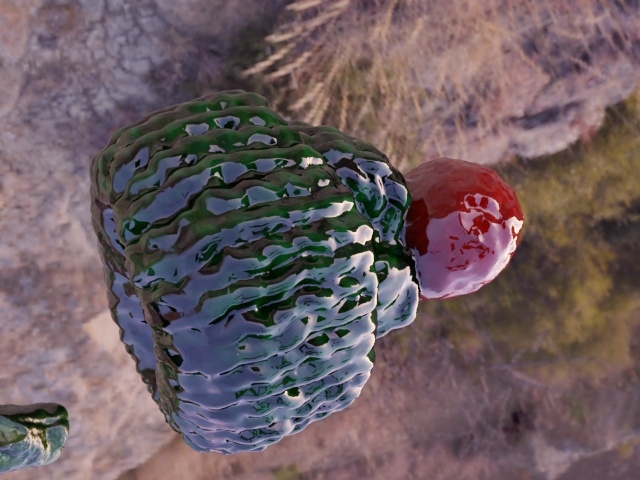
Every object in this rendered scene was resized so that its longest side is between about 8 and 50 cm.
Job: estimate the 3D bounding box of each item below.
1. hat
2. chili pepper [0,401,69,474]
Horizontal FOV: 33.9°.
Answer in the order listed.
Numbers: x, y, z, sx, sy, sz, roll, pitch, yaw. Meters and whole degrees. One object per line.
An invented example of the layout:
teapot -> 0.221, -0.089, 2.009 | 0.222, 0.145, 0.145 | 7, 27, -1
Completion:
hat -> 0.000, 0.000, 0.823 | 0.332, 0.242, 0.274 | -20, 144, -21
chili pepper -> -0.253, 0.118, 0.669 | 0.182, 0.050, 0.073 | 12, 178, -15
